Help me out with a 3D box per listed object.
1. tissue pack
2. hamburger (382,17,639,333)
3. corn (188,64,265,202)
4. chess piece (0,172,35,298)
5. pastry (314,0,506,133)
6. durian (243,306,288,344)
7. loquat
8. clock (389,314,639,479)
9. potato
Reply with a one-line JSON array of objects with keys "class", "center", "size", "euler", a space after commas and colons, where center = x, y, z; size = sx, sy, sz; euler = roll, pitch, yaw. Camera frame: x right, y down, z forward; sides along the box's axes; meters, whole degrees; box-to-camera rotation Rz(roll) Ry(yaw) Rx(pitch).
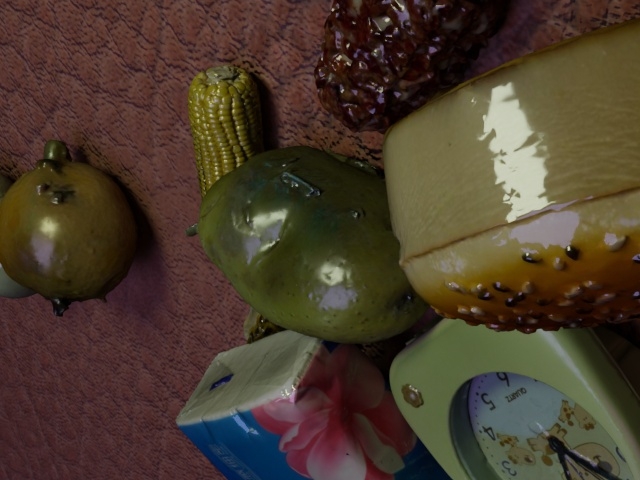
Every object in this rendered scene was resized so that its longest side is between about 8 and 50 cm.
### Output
[{"class": "tissue pack", "center": [0.012, 0.221, 1.164], "size": [0.269, 0.137, 0.209], "euler": [48, 142, -18]}, {"class": "hamburger", "center": [0.184, -0.037, 0.754], "size": [0.300, 0.300, 0.176], "euler": [-16, 89, 51]}, {"class": "corn", "center": [-0.088, -0.077, 1.178], "size": [0.072, 0.072, 0.203], "euler": [22, 133, 35]}, {"class": "chess piece", "center": [-0.471, -0.037, 1.545], "size": [0.330, 0.182, 0.182], "euler": [29, 136, 22]}, {"class": "pastry", "center": [0.061, -0.158, 0.943], "size": [0.115, 0.097, 0.208], "euler": [58, 145, 13]}, {"class": "durian", "center": [-0.035, 0.087, 1.233], "size": [0.140, 0.078, 0.224], "euler": [27, 136, 30]}, {"class": "loquat", "center": [-0.297, -0.016, 1.381], "size": [0.172, 0.149, 0.204], "euler": [-6, 92, 46]}, {"class": "clock", "center": [0.213, 0.173, 1.023], "size": [0.308, 0.096, 0.235], "euler": [52, 141, 4]}, {"class": "potato", "center": [0.000, 0.000, 1.063], "size": [0.248, 0.169, 0.143], "euler": [32, 168, 41]}]
